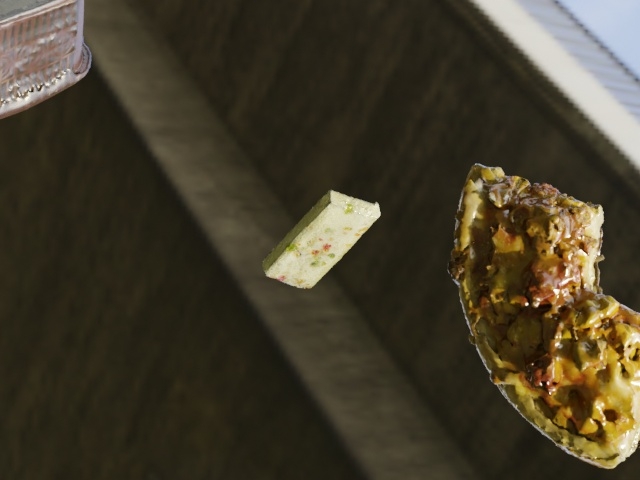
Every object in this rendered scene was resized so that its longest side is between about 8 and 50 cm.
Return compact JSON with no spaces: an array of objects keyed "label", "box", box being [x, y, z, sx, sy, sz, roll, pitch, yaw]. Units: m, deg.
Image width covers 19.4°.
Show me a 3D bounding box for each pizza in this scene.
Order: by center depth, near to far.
[{"label":"pizza","box":[0.204,0.058,1.654,0.161,0.085,0.305,-31,-112,17]}]

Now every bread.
[{"label":"bread","box":[0.000,0.000,2.085,0.153,0.068,0.028,-46,-143,40]}]

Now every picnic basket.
[{"label":"picnic basket","box":[-0.382,-0.233,1.940,0.222,0.297,0.129,53,-35,17]}]
